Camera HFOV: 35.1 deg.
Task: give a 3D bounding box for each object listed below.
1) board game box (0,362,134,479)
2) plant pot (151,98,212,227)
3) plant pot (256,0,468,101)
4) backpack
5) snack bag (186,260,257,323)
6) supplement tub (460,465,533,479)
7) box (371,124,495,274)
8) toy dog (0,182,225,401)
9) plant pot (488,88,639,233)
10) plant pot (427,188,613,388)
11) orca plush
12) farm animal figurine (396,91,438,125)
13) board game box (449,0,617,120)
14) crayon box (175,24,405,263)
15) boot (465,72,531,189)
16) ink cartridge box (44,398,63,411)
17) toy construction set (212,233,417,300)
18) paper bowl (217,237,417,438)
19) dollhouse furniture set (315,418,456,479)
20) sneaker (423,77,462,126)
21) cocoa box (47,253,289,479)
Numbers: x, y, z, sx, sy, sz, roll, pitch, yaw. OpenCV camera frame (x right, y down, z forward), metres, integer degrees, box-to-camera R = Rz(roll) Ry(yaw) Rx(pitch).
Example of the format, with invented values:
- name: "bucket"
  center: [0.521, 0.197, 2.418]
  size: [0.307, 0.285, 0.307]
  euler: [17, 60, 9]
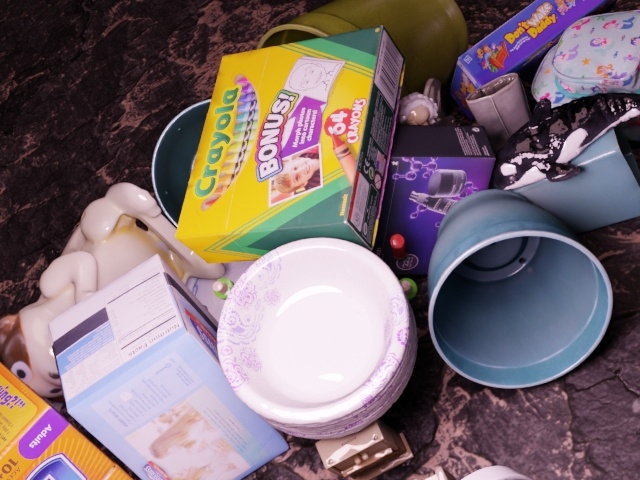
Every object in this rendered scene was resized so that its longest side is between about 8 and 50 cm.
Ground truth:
- name: "board game box"
  center: [-0.550, 0.438, 1.700]
  size: [0.356, 0.356, 0.357]
  euler: [-49, 41, -17]
- name: "plant pot"
  center: [-0.192, -0.142, 2.102]
  size: [0.293, 0.293, 0.235]
  euler: [-36, 5, -1]
- name: "plant pot"
  center: [0.116, -0.371, 2.101]
  size: [0.367, 0.366, 0.353]
  euler: [14, 48, 43]
- name: "backpack"
  center: [0.515, -0.294, 1.844]
  size: [0.254, 0.191, 0.225]
  euler: [-1, 50, 42]
- name: "snack bag"
  center: [-0.284, 0.156, 2.057]
  size: [0.343, 0.037, 0.323]
  euler: [-8, 45, 29]
- name: "supplement tub"
  center: [0.290, 0.438, 1.197]
  size: [0.241, 0.241, 0.331]
  euler: [-45, 40, -12]
- name: "box"
  center: [0.177, -0.066, 1.735]
  size: [0.185, 0.261, 0.103]
  euler: [1, 41, -7]
- name: "toy dog"
  center: [-0.464, 0.116, 1.981]
  size: [0.396, 0.284, 0.407]
  euler: [11, 58, 43]
- name: "plant pot"
  center: [0.414, -0.111, 1.741]
  size: [0.234, 0.165, 0.165]
  euler: [-22, 40, 22]
- name: "plant pot"
  center: [0.291, 0.048, 1.598]
  size: [0.272, 0.271, 0.255]
  euler: [-25, 26, 11]
- name: "orca plush"
  center: [0.388, -0.182, 1.616]
  size: [0.287, 0.102, 0.151]
  euler: [-19, 42, 31]
- name: "farm animal figurine"
  center: [0.028, -0.161, 1.854]
  size: [0.331, 0.326, 0.172]
  euler: [-9, 63, -11]
- name: "board game box"
  center: [0.418, -0.392, 1.974]
  size: [0.347, 0.233, 0.078]
  euler: [-37, 82, -3]
- name: "crayon box"
  center: [-0.046, -0.152, 1.638]
  size: [0.313, 0.106, 0.362]
  euler: [-4, 60, 29]
- name: "boot"
  center: [0.314, -0.174, 1.832]
  size: [0.190, 0.208, 0.076]
  euler: [-36, 38, -2]
- name: "ink cartridge box"
  center: [-0.626, 0.293, 2.115]
  size: [0.213, 0.093, 0.154]
  euler: [-8, 45, 26]
- name: "toy construction set"
  center: [0.025, 0.112, 1.713]
  size: [0.309, 0.237, 0.257]
  euler: [-32, 77, 1]
- name: "paper bowl"
  center: [0.003, 0.150, 1.490]
  size: [0.284, 0.148, 0.284]
  euler: [-7, 62, 14]
- name: "dollhouse furniture set"
  center: [0.105, 0.398, 1.488]
  size: [0.212, 0.161, 0.242]
  euler: [-29, 61, 7]
- name: "sneaker"
  center: [0.266, -0.210, 1.957]
  size: [0.118, 0.083, 0.221]
  euler: [-7, 87, 20]
- name: "cocoa box"
  center: [-0.251, 0.246, 1.692]
  size: [0.231, 0.347, 0.228]
  euler: [-33, 39, 1]
